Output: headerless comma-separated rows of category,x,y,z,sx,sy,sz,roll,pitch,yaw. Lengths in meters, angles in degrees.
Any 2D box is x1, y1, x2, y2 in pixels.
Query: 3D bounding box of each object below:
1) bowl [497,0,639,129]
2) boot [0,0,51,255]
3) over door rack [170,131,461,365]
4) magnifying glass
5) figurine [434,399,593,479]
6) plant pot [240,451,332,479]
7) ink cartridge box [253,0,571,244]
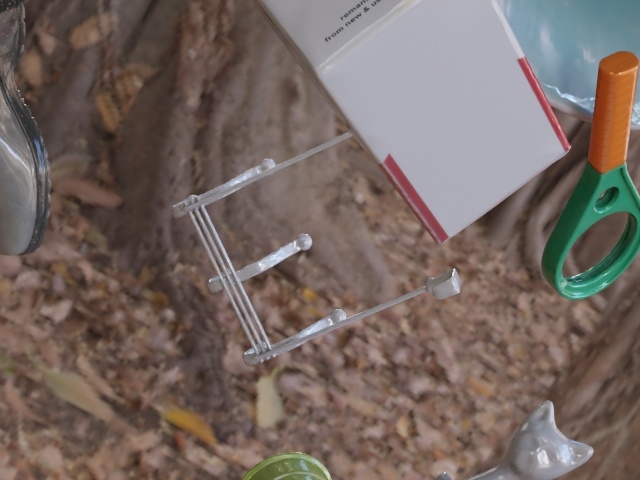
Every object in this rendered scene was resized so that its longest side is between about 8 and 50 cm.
bowl,0.254,-0.234,0.823,0.311,0.311,0.163,19,46,-33
boot,-0.288,-0.082,0.874,0.083,0.247,0.161,19,34,37
over door rack,0.000,0.000,1.535,0.240,0.324,0.108,64,26,-7
magnifying glass,0.210,-0.042,0.912,0.092,0.231,0.026,-25,51,-18
figurine,0.208,0.292,1.203,0.215,0.209,0.092,55,18,16
plant pot,-0.014,0.206,0.875,0.083,0.083,0.079,21,7,-28
ink cartridge box,0.025,-0.160,0.822,0.197,0.114,0.273,49,6,-48
